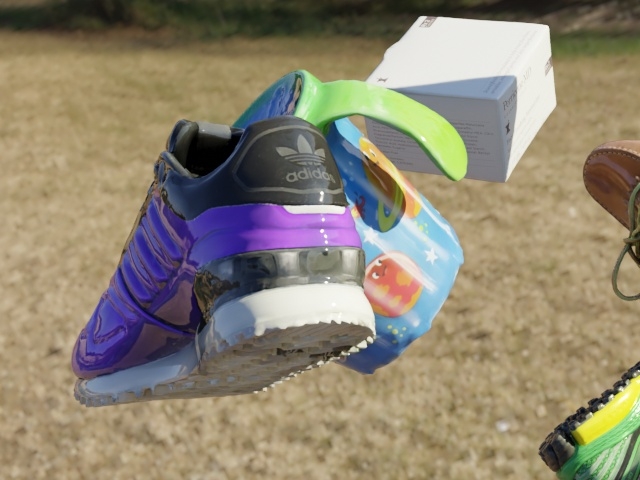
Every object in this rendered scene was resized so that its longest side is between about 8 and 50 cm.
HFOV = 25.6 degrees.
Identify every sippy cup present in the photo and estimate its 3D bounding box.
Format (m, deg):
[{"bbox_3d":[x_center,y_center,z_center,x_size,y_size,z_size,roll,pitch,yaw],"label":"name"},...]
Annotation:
[{"bbox_3d":[0.000,0.000,1.301,0.240,0.224,0.305,-58,18,-15],"label":"sippy cup"}]

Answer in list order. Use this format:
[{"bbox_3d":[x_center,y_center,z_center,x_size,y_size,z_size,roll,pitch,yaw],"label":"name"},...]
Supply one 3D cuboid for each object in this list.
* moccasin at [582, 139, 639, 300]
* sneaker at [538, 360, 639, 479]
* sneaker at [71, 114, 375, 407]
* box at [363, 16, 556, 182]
[{"bbox_3d":[0.409,0.010,1.572,0.147,0.139,0.380,-19,46,-18],"label":"moccasin"},{"bbox_3d":[0.434,0.211,1.733,0.343,0.146,0.134,-36,-6,-13],"label":"sneaker"},{"bbox_3d":[-0.063,0.009,0.792,0.102,0.146,0.293,-1,-13,-31],"label":"sneaker"},{"bbox_3d":[0.170,-0.175,1.710,0.181,0.119,0.181,9,40,28],"label":"box"}]
